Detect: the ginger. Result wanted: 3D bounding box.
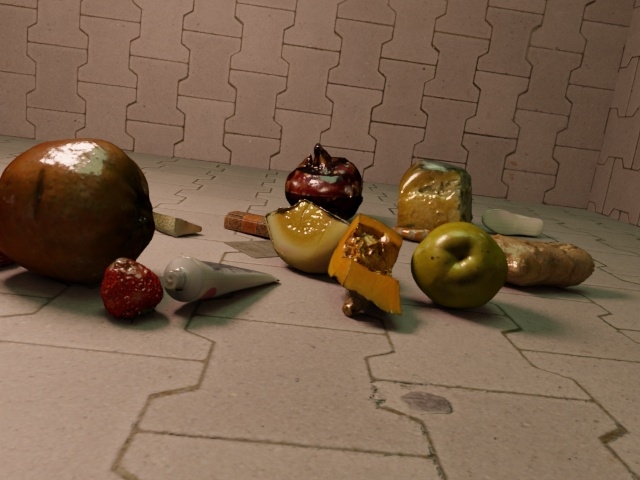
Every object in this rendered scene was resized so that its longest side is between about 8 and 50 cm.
[{"bbox_3d":[0.535,0.055,1.466,0.354,0.126,0.190,4,8,-10],"label":"ginger"}]

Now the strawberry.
[{"bbox_3d":[-0.307,0.076,0.929,0.106,0.106,0.106,7,12,-2],"label":"strawberry"}]

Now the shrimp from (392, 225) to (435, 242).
[{"bbox_3d":[0.317,-0.023,1.896,0.161,0.049,0.166,6,5,-1],"label":"shrimp"}]

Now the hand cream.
[{"bbox_3d":[-0.193,0.072,1.078,0.125,0.077,0.341,10,0,18],"label":"hand cream"}]

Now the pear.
[{"bbox_3d":[0.289,0.056,1.194,0.198,0.198,0.198,7,12,-2],"label":"pear"}]

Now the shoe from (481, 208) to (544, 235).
[{"bbox_3d":[0.736,-0.067,2.248,0.265,0.095,0.110,10,6,-13],"label":"shoe"}]

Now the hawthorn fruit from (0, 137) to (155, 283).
[{"bbox_3d":[-0.467,-0.052,1.055,0.301,0.267,0.268,1,12,7],"label":"hawthorn fruit"}]

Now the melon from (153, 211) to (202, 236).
[{"bbox_3d":[-0.419,-0.053,1.555,0.182,0.054,0.098,16,9,30],"label":"melon"}]

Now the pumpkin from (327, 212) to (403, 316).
[{"bbox_3d":[0.088,0.073,1.140,0.131,0.126,0.248,31,37,-10],"label":"pumpkin"}]

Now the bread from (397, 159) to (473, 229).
[{"bbox_3d":[0.437,-0.163,2.098,0.240,0.263,0.395,8,13,22],"label":"bread"}]

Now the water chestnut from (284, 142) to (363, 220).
[{"bbox_3d":[0.013,-0.202,1.984,0.300,0.299,0.300,7,12,-2],"label":"water chestnut"}]

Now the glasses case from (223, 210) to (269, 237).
[{"bbox_3d":[-0.169,-0.045,1.641,0.218,0.049,0.075,11,12,30],"label":"glasses case"}]

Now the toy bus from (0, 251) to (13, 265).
[{"bbox_3d":[-0.631,0.006,1.093,0.090,0.081,0.195,22,16,16],"label":"toy bus"}]

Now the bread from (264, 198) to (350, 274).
[{"bbox_3d":[-0.012,0.002,1.339,0.261,0.156,0.158,31,2,33],"label":"bread"}]

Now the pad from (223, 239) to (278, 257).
[{"bbox_3d":[-0.106,0.016,1.526,0.265,0.009,0.160,-3,17,-39],"label":"pad"}]
